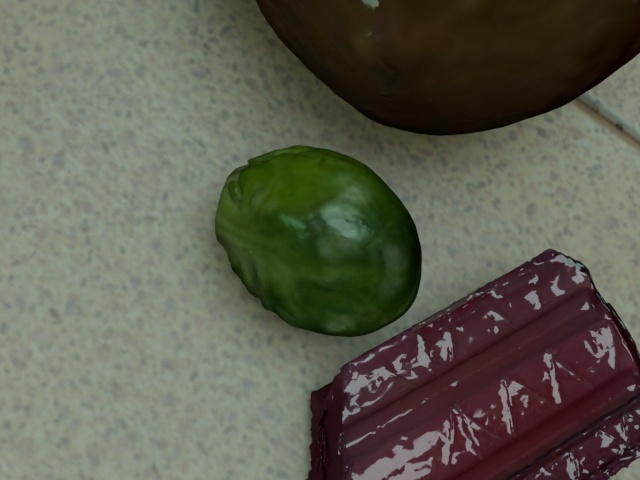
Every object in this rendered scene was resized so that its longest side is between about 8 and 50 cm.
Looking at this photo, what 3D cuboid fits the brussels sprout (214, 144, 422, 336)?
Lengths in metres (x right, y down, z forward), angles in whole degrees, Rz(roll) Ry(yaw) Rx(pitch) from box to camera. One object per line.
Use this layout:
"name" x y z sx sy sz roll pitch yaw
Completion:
"brussels sprout" -0.002 0.003 0.852 0.155 0.155 0.118 24 72 -10

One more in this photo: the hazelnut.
"hazelnut" 0.098 -0.248 0.861 0.372 0.315 0.372 13 48 -15

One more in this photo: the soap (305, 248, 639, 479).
"soap" 0.106 0.126 0.876 0.250 0.099 0.162 -26 85 -21
